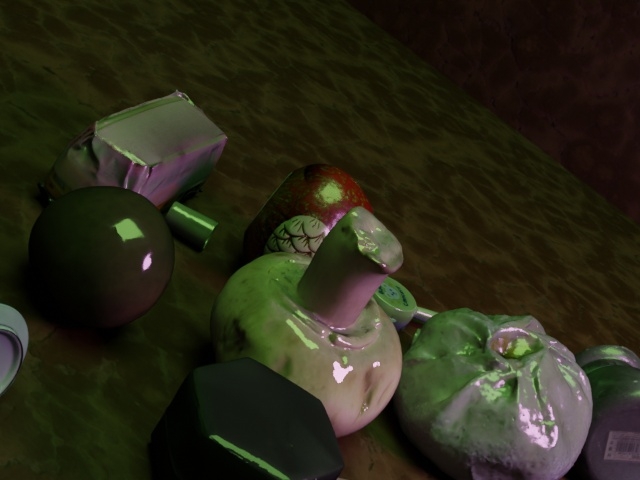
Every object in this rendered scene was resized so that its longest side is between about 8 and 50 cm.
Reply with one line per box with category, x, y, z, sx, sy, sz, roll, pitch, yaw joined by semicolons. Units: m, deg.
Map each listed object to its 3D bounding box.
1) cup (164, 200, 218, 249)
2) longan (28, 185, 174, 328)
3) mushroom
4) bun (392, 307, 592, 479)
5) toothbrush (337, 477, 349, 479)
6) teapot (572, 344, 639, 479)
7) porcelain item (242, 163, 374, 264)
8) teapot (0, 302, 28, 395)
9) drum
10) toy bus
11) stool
cup;-0.222;-0.031;1.915;0.083;0.054;0.075;30;25;-2
longan;-0.305;0.017;1.559;0.196;0.196;0.220;7;23;-45
mushroom;0.009;0.108;1.598;0.314;0.336;0.314;25;34;-18
bun;0.289;0.247;1.798;0.354;0.194;0.354;14;37;-11
toothbrush;0.026;0.343;1.559;0.194;0.014;0.017;22;27;-24
teapot;0.502;0.324;2.028;0.285;0.305;0.223;-94;160;-69
porcelain item;0.000;0.000;1.905;0.253;0.253;0.253;27;25;-13
teapot;-0.432;0.115;1.280;0.159;0.159;0.232;48;1;30
drum;0.173;0.125;2.110;0.253;0.049;0.130;13;31;-38
toy bus;-0.310;-0.138;1.881;0.171;0.162;0.386;36;25;5
stool;-0.093;0.266;1.402;0.232;0.141;0.232;26;25;-13
